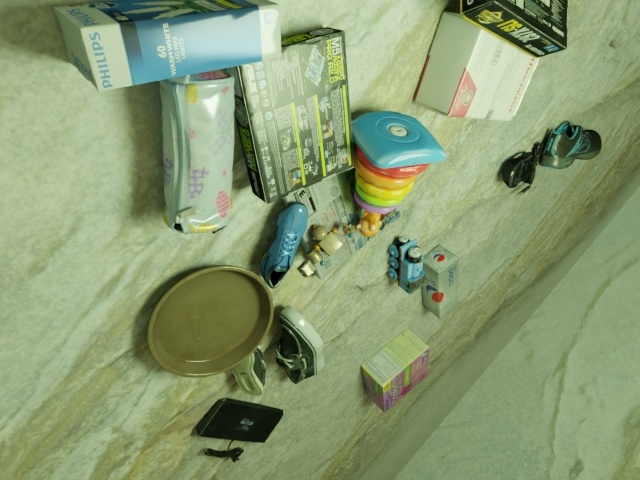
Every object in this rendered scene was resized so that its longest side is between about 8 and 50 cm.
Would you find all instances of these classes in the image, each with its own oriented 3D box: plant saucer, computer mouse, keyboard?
[{"bbox_3d":[-0.235,0.173,0.984,0.278,0.041,0.277,-15,120,-27],"label":"plant saucer"},{"bbox_3d":[0.684,-0.226,1.575,0.262,0.060,0.184,-35,136,-36],"label":"computer mouse"},{"bbox_3d":[-0.248,0.562,1.333,0.201,0.033,0.317,-54,141,-5],"label":"keyboard"}]

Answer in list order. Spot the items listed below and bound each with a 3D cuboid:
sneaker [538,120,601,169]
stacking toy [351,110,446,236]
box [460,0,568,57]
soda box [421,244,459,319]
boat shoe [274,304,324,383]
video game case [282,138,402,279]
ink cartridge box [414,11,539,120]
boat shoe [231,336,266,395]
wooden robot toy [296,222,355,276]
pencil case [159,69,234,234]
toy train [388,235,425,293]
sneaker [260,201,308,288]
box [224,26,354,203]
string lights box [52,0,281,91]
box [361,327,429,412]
[{"bbox_3d":[0.932,-0.365,1.647,0.341,0.125,0.139,-25,126,-33],"label":"sneaker"},{"bbox_3d":[0.137,-0.121,1.018,0.175,0.165,0.301,-10,139,-20],"label":"stacking toy"},{"bbox_3d":[0.409,-0.550,0.930,0.322,0.079,0.256,-1,90,-40],"label":"box"},{"bbox_3d":[0.421,0.152,1.596,0.098,0.091,0.286,-35,139,-17],"label":"soda box"},{"bbox_3d":[-0.063,0.304,1.227,0.119,0.121,0.335,-39,142,-21],"label":"boat shoe"},{"bbox_3d":[0.066,-0.094,1.101,0.300,0.036,0.329,-38,139,-15],"label":"video game case"},{"bbox_3d":[0.384,-0.406,1.087,0.283,0.117,0.207,-9,126,-39],"label":"ink cartridge box"},{"bbox_3d":[-0.188,0.298,1.158,0.079,0.084,0.233,-66,154,-49],"label":"boat shoe"},{"bbox_3d":[0.000,0.000,1.051,0.173,0.076,0.079,-43,105,-8],"label":"wooden robot toy"},{"bbox_3d":[-0.203,-0.144,0.735,0.124,0.114,0.273,-37,145,-51],"label":"pencil case"},{"bbox_3d":[0.264,0.071,1.368,0.080,0.105,0.184,-29,137,-24],"label":"toy train"},{"bbox_3d":[-0.074,0.016,0.990,0.069,0.082,0.209,12,121,-25],"label":"sneaker"},{"bbox_3d":[-0.045,-0.228,0.839,0.216,0.060,0.269,-27,130,-25],"label":"box"},{"bbox_3d":[-0.198,-0.280,0.616,0.260,0.133,0.076,-24,135,-29],"label":"string lights box"},{"bbox_3d":[0.290,0.496,1.728,0.243,0.117,0.213,-32,138,-21],"label":"box"}]
